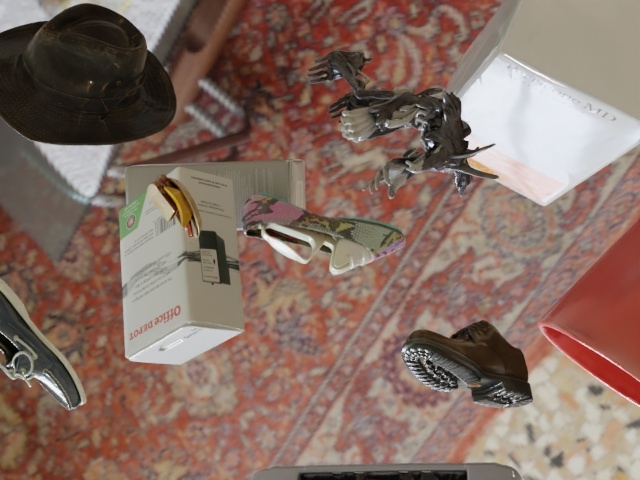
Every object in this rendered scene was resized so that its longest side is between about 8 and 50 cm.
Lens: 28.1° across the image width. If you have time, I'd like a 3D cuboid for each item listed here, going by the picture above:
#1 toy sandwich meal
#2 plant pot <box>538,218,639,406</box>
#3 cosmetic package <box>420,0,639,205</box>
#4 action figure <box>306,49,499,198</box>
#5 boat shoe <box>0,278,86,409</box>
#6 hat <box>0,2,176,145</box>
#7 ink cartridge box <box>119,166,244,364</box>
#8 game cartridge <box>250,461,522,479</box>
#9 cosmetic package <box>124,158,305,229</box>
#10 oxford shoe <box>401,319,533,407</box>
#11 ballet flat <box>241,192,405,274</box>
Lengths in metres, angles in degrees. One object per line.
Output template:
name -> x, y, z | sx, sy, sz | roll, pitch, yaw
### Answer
toy sandwich meal -> -0.167, -0.037, 1.464 | 0.085, 0.029, 0.085 | 48, 154, 32
plant pot -> 0.476, 0.096, 1.746 | 0.275, 0.275, 0.243 | 34, 86, 21
cosmetic package -> 0.315, -0.207, 1.780 | 0.230, 0.453, 0.161 | 27, 77, -2
action figure -> 0.093, -0.130, 1.576 | 0.276, 0.141, 0.164 | 40, 160, 45
boat shoe -> -0.458, 0.169, 1.963 | 0.095, 0.079, 0.254 | -11, 117, 52
hat -> -0.372, -0.289, 2.018 | 0.331, 0.331, 0.134 | 43, 135, 16
ink cartridge box -> -0.177, 0.036, 1.600 | 0.153, 0.087, 0.208 | -29, 58, 44
game cartridge -> 0.087, 0.297, 1.414 | 0.294, 0.196, 0.060 | -3, 60, 15
cosmetic package -> -0.146, -0.063, 1.811 | 0.238, 0.127, 0.107 | 1, 95, 8
oxford shoe -> 0.181, 0.143, 1.619 | 0.083, 0.227, 0.096 | -19, 60, 37
ballet flat -> 0.000, 0.000, 1.700 | 0.222, 0.079, 0.077 | 15, 149, -3
